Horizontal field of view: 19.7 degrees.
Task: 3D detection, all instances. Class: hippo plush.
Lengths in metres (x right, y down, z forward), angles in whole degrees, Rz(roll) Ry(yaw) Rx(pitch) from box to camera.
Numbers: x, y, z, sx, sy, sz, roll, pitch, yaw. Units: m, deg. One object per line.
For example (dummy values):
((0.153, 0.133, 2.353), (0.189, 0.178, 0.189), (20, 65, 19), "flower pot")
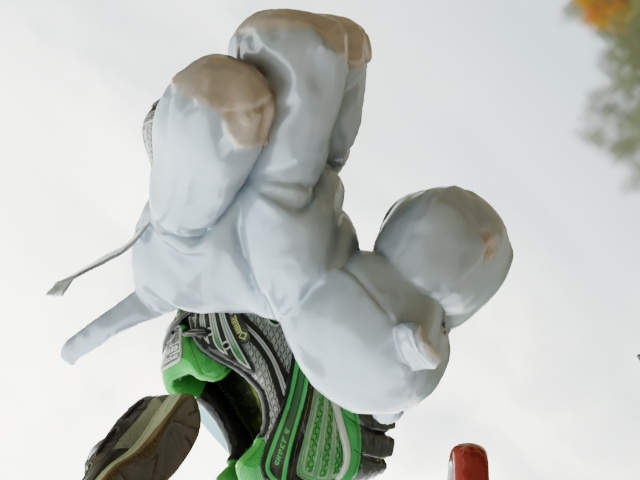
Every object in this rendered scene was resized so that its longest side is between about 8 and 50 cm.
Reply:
((0.000, 0.000, 1.240), (0.236, 0.294, 0.234), (37, 157, 14), "hippo plush")

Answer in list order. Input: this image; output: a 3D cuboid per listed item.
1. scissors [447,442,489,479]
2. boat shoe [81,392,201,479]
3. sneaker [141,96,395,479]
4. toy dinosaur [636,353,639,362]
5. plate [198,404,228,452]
((0.053, 0.233, 0.772), (0.021, 0.109, 0.297), (6, -119, -1), "scissors")
((-0.137, 0.160, 1.269), (0.152, 0.049, 0.056), (-46, -51, -47), "boat shoe")
((-0.065, 0.041, 1.438), (0.146, 0.134, 0.343), (-16, -103, -32), "sneaker")
((0.312, 0.079, 1.047), (0.164, 0.218, 0.322), (59, 179, -32), "toy dinosaur")
((-0.054, 0.191, 1.625), (0.188, 0.024, 0.188), (46, 169, 12), "plate")
